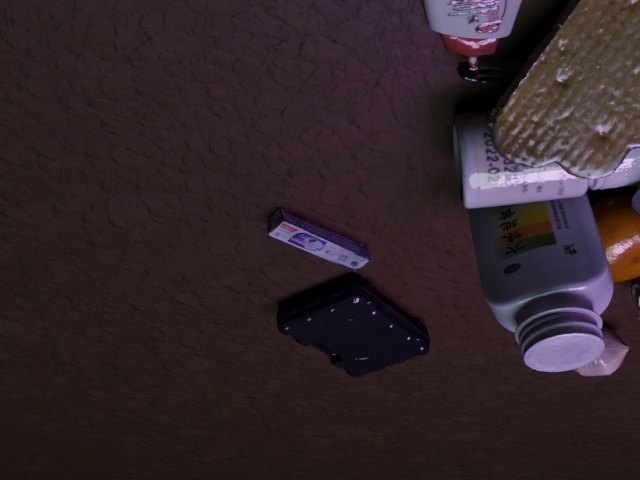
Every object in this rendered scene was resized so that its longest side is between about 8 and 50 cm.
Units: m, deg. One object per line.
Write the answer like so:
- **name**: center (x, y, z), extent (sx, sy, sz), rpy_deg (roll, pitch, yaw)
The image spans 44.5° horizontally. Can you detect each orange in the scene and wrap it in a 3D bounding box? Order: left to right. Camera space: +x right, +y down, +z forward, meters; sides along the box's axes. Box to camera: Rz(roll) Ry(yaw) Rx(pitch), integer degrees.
- **orange**: center (0.492, -0.005, 1.295), extent (0.156, 0.124, 0.156), rpy_deg (-8, 131, -9)

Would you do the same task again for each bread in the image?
- **bread**: center (0.354, -0.191, 0.977), extent (0.207, 0.056, 0.286), rpy_deg (36, 112, -5)

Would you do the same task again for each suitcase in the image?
- **suitcase**: center (0.070, 0.179, 1.576), extent (0.206, 0.066, 0.285), rpy_deg (-24, 139, 27)

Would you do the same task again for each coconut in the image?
- **coconut**: center (0.583, 0.231, 1.642), extent (0.124, 0.110, 0.110), rpy_deg (-18, 142, 32)

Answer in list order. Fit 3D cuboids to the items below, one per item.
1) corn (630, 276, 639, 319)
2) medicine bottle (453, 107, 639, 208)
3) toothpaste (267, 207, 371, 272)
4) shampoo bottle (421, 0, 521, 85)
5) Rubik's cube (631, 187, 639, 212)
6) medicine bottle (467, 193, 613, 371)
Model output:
- **corn**: center (0.742, 0.080, 1.437), extent (0.335, 0.126, 0.126), rpy_deg (-8, 144, 2)
- **medicine bottle**: center (0.319, -0.125, 1.104), extent (0.252, 0.144, 0.144), rpy_deg (-4, 144, 6)
- **toothpaste**: center (0.000, 0.000, 1.348), extent (0.196, 0.040, 0.047), rpy_deg (23, 133, -31)
- **shampoo bottle**: center (0.191, -0.294, 0.927), extent (0.153, 0.071, 0.284), rpy_deg (-7, 146, 3)
- **Rubik's cube**: center (0.686, -0.045, 0.971), extent (0.344, 0.346, 0.347), rpy_deg (20, 112, -31)
- **medicine bottle**: center (0.325, 0.027, 1.157), extent (0.179, 0.324, 0.124), rpy_deg (-16, 143, 18)
